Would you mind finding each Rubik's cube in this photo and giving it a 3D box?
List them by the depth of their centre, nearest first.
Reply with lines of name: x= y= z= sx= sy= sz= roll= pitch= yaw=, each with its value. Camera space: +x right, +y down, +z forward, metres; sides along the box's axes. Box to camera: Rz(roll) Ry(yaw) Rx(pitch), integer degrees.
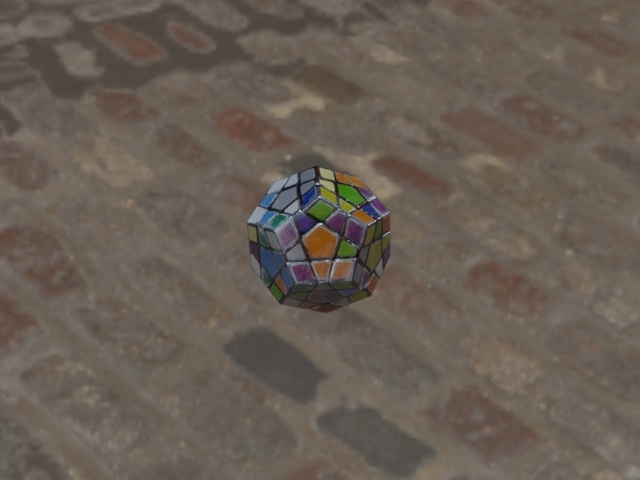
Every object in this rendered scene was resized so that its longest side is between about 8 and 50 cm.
Rubik's cube: x=0.000 y=0.000 z=0.968 sx=0.111 sy=0.093 sz=0.111 roll=-26 pitch=33 yaw=19
